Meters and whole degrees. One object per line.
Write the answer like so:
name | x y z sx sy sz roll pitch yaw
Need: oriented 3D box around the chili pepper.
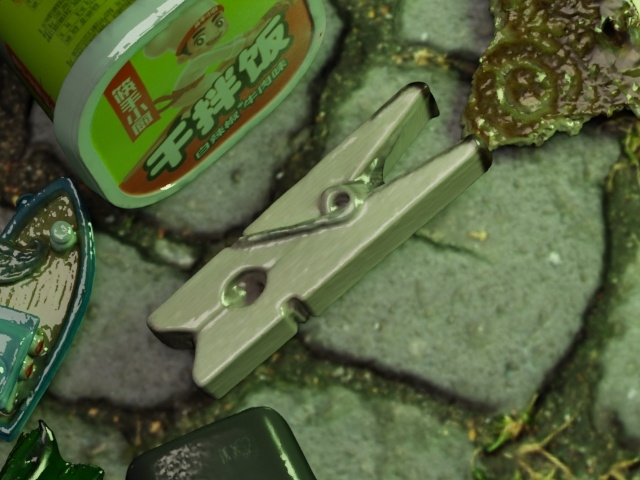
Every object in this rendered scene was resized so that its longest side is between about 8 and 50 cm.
chili pepper | -0.255 0.265 1.464 0.098 0.061 0.224 23 76 -17

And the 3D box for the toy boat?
toy boat | -0.264 0.053 1.517 0.109 0.098 0.238 18 75 6

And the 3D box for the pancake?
pancake | 0.207 -0.181 1.592 0.244 0.057 0.266 -46 71 -1

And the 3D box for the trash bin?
trash bin | -0.040 0.297 1.374 0.182 0.209 0.290 -23 68 -7

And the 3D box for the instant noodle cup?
instant noodle cup | -0.196 -0.234 1.528 0.294 0.294 0.308 -42 68 -9

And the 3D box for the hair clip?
hair clip | 0.000 0.002 1.522 0.331 0.085 0.101 -42 73 -2
